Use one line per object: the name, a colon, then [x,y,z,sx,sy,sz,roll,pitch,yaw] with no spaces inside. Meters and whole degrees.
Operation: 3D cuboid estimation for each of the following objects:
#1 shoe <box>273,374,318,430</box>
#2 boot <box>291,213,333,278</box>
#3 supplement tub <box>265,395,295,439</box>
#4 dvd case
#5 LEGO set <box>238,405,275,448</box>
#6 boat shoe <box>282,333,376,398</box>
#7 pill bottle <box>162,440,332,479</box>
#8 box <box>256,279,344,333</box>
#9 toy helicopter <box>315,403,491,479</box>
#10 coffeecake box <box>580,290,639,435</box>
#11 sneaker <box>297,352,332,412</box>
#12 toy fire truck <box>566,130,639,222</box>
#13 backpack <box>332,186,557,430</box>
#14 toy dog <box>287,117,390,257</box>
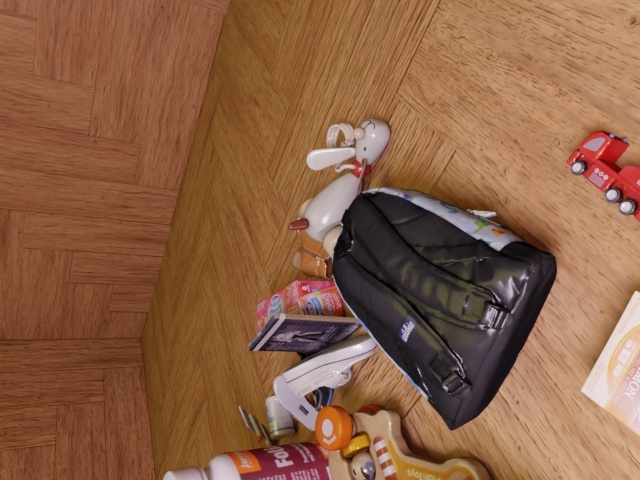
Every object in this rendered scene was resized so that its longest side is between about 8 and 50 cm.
shoe: [-0.069,0.406,1.216,0.178,0.063,0.081,52,156,-14]
boot: [0.000,0.000,1.246,0.152,0.073,0.196,15,97,52]
supplement tub: [-0.113,0.494,1.346,0.071,0.071,0.107,-51,44,44]
dvd case: [-0.035,0.215,1.102,0.164,0.222,0.018,-52,40,44]
LEGO set: [-0.132,0.576,1.335,0.244,0.060,0.182,49,170,46]
boat shoe: [0.027,0.292,1.090,0.268,0.096,0.088,-31,85,27]
pill bottle: [-0.129,0.567,1.035,0.224,0.393,0.223,-16,71,58]
box: [-0.058,0.193,1.242,0.257,0.128,0.122,-35,56,54]
toy helicopter: [0.140,0.429,0.863,0.355,0.140,0.234,-14,68,48]
coffeecake box: [0.402,0.160,0.504,0.185,0.068,0.142,43,121,54]
sneaker: [-0.024,0.343,1.207,0.067,0.078,0.188,-51,46,43]
toy fire truck: [0.402,-0.092,0.567,0.135,0.047,0.192,-63,35,33]
backpack: [0.169,0.059,0.781,0.356,0.274,0.289,31,116,34]
toy dog: [0.025,-0.120,1.098,0.220,0.161,0.333,20,105,45]
